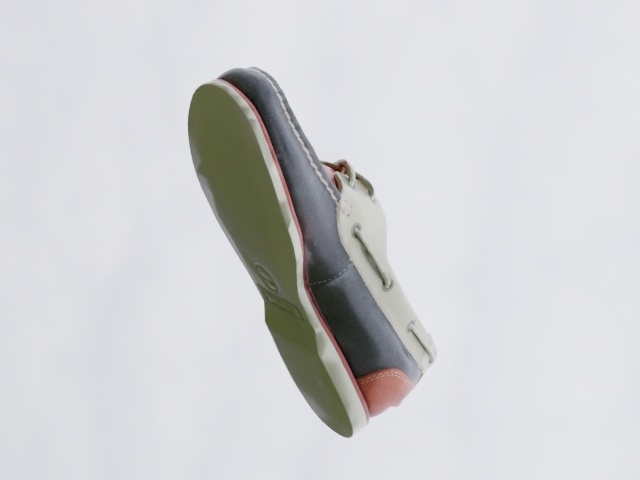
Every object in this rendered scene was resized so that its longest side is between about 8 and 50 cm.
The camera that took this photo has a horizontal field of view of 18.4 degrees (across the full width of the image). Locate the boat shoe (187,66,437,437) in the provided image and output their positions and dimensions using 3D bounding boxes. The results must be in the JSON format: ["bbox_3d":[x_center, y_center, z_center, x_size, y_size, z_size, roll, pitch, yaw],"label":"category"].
[{"bbox_3d":[0.000,0.000,0.599,0.049,0.043,0.137,33,-28,49],"label":"boat shoe"}]
